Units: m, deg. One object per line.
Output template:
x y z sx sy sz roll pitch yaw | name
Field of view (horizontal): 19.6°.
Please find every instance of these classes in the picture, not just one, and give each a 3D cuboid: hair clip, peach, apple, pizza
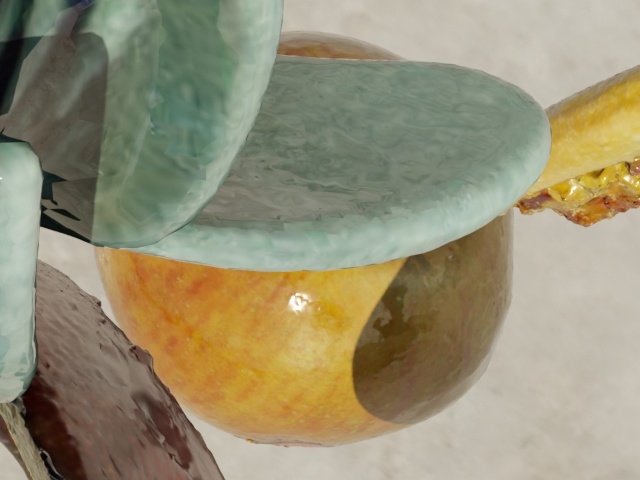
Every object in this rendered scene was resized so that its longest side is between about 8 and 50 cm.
-0.152 -0.056 0.511 0.318 0.238 0.392 24 52 27 | hair clip
-0.082 0.071 0.684 0.068 0.279 0.189 -30 99 -13 | peach
0.000 0.000 1.709 0.333 0.400 0.400 -9 66 51 | apple
0.232 -0.067 1.221 0.289 0.228 0.081 -26 80 48 | pizza
